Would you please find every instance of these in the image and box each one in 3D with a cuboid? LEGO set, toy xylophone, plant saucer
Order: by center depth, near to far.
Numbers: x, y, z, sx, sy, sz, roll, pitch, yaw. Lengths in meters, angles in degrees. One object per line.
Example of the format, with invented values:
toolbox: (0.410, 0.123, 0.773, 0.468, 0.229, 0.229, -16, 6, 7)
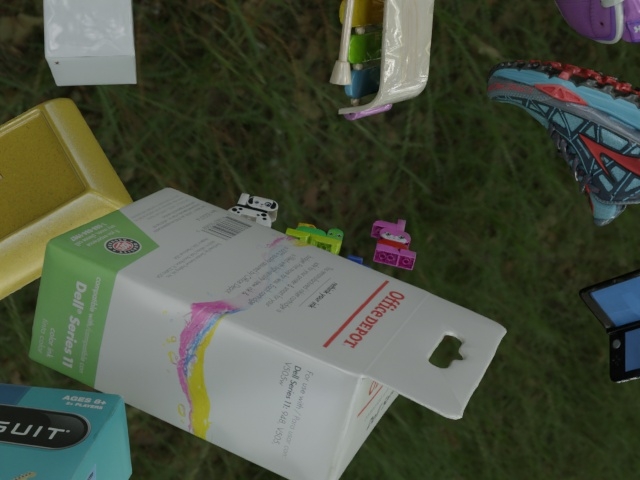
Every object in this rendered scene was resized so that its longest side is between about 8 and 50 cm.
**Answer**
LEGO set: (0.000, 0.000, 1.229, 0.093, 0.227, 0.087, -74, 176, -52)
toy xylophone: (0.075, -0.320, 1.375, 0.236, 0.081, 0.322, -10, 111, -53)
plant saucer: (-0.546, -0.093, 1.821, 0.333, 0.332, 0.081, -31, 152, -7)

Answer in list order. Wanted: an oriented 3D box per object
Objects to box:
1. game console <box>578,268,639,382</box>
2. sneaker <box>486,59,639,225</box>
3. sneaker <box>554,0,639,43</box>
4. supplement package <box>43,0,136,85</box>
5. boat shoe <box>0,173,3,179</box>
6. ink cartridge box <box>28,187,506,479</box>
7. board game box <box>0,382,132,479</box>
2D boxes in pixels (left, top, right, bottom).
game console: (0.439, 0.120, 1.414, 0.085, 0.124, 0.144, 23, 151, -27)
sneaker: (0.249, -0.076, 0.887, 0.104, 0.262, 0.125, -8, 123, -57)
sneaker: (0.246, -0.241, 0.772, 0.102, 0.161, 0.282, -28, 180, -7)
supplement package: (-0.284, -0.292, 1.249, 0.105, 0.179, 0.105, -3, 170, -9)
boat shoe: (-0.540, -0.134, 1.461, 0.073, 0.207, 0.073, -41, 148, -6)
ink cartridge box: (-0.039, 0.087, 0.867, 0.207, 0.354, 0.119, -36, 145, -63)
board game box: (-0.298, 0.208, 0.637, 0.336, 0.254, 0.079, -69, 161, -62)
